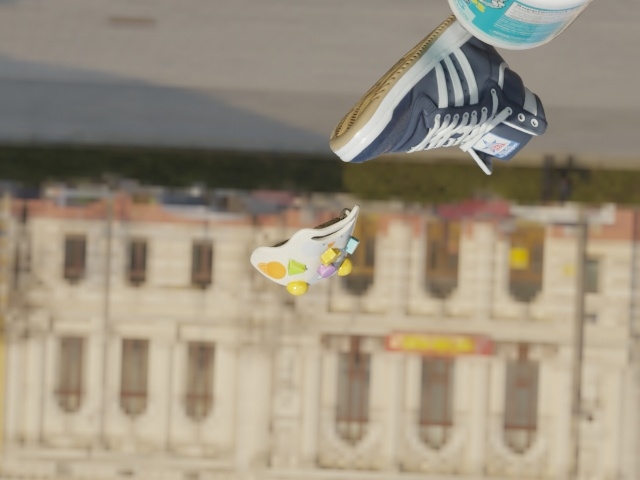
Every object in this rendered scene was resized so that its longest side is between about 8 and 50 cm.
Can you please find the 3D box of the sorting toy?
[{"bbox_3d":[0.000,0.000,1.438,0.083,0.045,0.075,-24,163,-24],"label":"sorting toy"}]

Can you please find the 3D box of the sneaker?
[{"bbox_3d":[0.126,-0.117,1.933,0.099,0.153,0.282,-37,-174,40],"label":"sneaker"}]

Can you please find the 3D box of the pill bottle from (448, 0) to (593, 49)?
[{"bbox_3d":[0.206,-0.276,1.836,0.146,0.146,0.264,2,172,-6],"label":"pill bottle"}]
